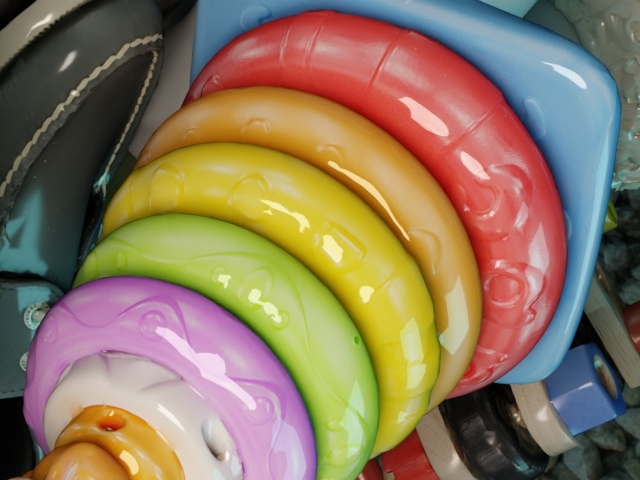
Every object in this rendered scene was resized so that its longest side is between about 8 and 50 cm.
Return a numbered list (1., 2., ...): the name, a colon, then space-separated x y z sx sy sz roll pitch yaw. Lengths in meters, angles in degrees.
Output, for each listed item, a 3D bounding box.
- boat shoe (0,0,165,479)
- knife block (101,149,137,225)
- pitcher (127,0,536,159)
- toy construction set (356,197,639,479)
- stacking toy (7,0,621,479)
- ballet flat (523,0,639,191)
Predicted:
1. boat shoe: -0.121 0.022 0.727 0.116 0.099 0.319 -34 163 -48
2. knife block: -0.157 0.068 0.892 0.088 0.242 0.276 58 29 -82
3. pitcher: 0.016 -0.125 0.760 0.207 0.125 0.178 -41 -163 33
4. toy construction set: 0.053 0.011 0.924 0.257 0.237 0.309 -25 172 -45
5. stacking toy: -0.032 0.040 0.582 0.302 0.175 0.166 -48 153 -47
6. ballet flat: 0.123 -0.074 1.051 0.147 0.147 0.409 -45 -179 -18
